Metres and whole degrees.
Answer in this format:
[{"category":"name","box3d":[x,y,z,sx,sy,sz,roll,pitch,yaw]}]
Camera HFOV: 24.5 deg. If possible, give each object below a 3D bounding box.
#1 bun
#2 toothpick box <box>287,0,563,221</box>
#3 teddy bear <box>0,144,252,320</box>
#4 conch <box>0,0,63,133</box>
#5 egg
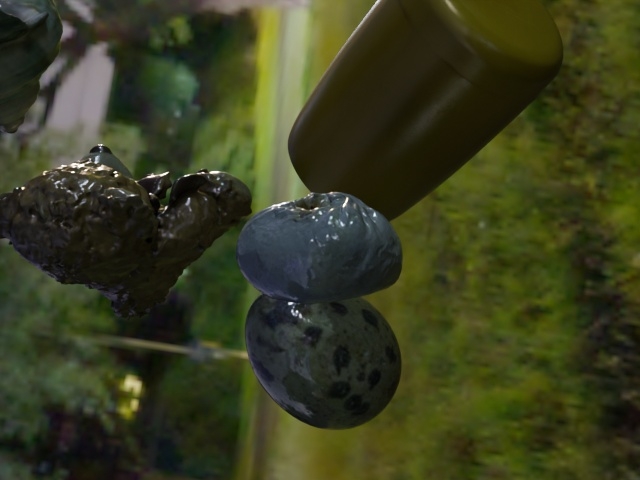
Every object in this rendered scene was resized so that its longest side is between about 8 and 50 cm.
[{"category":"bun","box3d":[0.000,0.000,1.225,0.141,0.141,0.083,-106,13,-77]},{"category":"toothpick box","box3d":[0.089,-0.140,1.430,0.271,0.175,0.175,-47,24,33]},{"category":"teddy bear","box3d":[-0.229,-0.015,1.559,0.256,0.267,0.156,40,-134,-65]},{"category":"conch","box3d":[-0.364,-0.230,1.535,0.195,0.220,0.277,-35,-45,-29]},{"category":"egg","box3d":[0.001,0.112,1.493,0.141,0.182,0.141,-38,28,24]}]
